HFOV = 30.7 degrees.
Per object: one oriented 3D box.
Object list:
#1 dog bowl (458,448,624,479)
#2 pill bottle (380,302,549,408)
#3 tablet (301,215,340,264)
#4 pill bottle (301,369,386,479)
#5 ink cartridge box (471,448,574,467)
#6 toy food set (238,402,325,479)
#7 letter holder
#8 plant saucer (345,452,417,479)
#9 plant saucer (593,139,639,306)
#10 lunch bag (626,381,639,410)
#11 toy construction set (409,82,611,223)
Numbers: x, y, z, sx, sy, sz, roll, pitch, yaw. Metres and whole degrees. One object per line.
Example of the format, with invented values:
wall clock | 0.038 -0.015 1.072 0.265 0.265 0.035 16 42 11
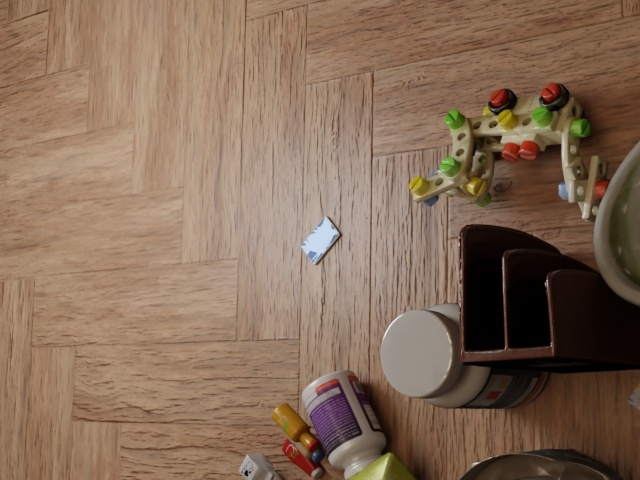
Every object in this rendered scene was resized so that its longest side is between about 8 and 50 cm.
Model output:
dog bowl | 0.351 0.471 1.734 0.349 0.102 0.348 10 106 38
pill bottle | 0.227 0.182 1.817 0.162 0.278 0.162 -7 79 38
tablet | 0.000 0.000 2.213 0.083 0.006 0.054 -51 55 22
pill bottle | 0.050 0.335 2.050 0.108 0.108 0.193 -41 59 27
ink cartridge box | 0.332 0.415 1.853 0.179 0.045 0.145 -20 71 43
toy food set | -0.064 0.416 2.128 0.104 0.111 0.232 42 115 35
letter holder | 0.346 0.081 1.720 0.152 0.302 0.214 -9 77 38
plant saucer | 0.107 0.477 1.959 0.188 0.045 0.188 -38 93 28
plant saucer | 0.572 -0.054 1.627 0.400 0.100 0.400 -39 29 26
lunch bag | 0.510 0.233 1.723 0.083 0.053 0.071 38 108 27
toy construction set | 0.319 -0.136 1.877 0.328 0.151 0.215 10 65 33
